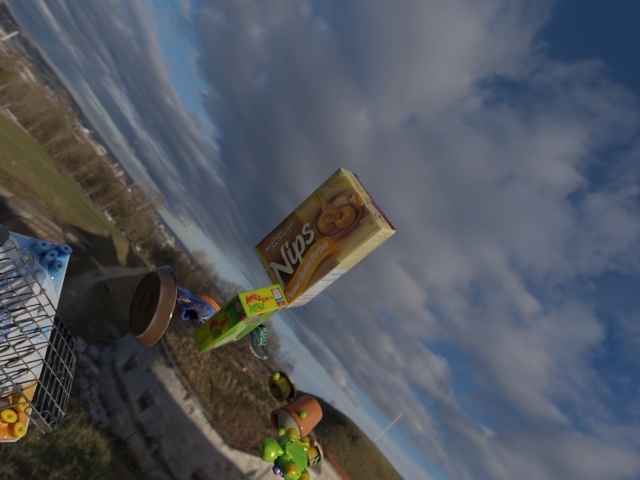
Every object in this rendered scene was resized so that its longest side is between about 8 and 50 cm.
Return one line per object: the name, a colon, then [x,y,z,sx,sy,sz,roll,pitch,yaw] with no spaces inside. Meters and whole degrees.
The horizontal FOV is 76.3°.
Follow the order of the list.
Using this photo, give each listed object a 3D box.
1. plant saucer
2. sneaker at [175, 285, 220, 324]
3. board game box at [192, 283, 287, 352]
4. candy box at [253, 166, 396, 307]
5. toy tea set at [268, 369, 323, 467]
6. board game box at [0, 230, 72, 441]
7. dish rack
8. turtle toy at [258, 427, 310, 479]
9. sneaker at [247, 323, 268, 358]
plant saucer: [-0.348,0.130,0.832,0.029,0.169,0.168,24,7,-41]
sneaker: [-0.435,0.209,1.313,0.221,0.087,0.083,10,-40,23]
board game box: [-0.151,0.145,0.749,0.181,0.092,0.043,-40,-110,38]
candy box: [0.000,0.000,0.983,0.087,0.316,0.183,7,47,-57]
toy tea set: [-0.096,0.543,1.137,0.199,0.124,0.337,19,-60,42]
board game box: [-0.666,0.129,0.688,0.389,0.050,0.391,26,53,-45]
dish rack: [-0.425,0.124,0.555,0.208,0.074,0.272,-122,-161,-55]
turtle toy: [-0.072,0.440,0.831,0.130,0.066,0.095,53,21,-34]
sneaker: [-0.218,0.335,1.441,0.065,0.076,0.167,1,57,-55]
